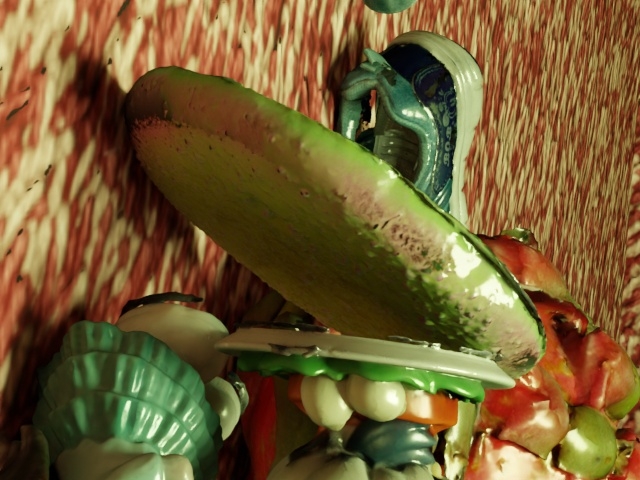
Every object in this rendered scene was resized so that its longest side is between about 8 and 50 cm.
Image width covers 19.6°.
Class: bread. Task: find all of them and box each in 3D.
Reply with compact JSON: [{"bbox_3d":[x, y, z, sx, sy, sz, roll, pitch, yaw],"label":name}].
[{"bbox_3d":[0.000,0.000,0.854,0.033,0.228,0.228,-53,154,-15],"label":"bread"}]

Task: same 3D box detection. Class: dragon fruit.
[{"bbox_3d":[0.068,0.115,1.074,0.231,0.237,0.303,-75,144,-57],"label":"dragon fruit"}]

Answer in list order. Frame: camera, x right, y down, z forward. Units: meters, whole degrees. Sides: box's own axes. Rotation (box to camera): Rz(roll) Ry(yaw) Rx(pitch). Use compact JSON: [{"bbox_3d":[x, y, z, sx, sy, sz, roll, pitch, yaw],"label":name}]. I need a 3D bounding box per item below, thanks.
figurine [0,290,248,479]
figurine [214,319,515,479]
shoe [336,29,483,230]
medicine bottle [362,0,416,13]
[{"bbox_3d":[-0.097,0.112,0.753,0.245,0.110,0.138,-68,156,-54],"label":"figurine"},{"bbox_3d":[0.009,0.116,0.771,0.132,0.132,0.154,29,68,-72],"label":"figurine"},{"bbox_3d":[0.041,-0.032,1.202,0.106,0.091,0.207,-22,124,-46],"label":"shoe"},{"bbox_3d":[0.028,-0.215,1.111,0.208,0.053,0.090,70,31,-57],"label":"medicine bottle"}]
